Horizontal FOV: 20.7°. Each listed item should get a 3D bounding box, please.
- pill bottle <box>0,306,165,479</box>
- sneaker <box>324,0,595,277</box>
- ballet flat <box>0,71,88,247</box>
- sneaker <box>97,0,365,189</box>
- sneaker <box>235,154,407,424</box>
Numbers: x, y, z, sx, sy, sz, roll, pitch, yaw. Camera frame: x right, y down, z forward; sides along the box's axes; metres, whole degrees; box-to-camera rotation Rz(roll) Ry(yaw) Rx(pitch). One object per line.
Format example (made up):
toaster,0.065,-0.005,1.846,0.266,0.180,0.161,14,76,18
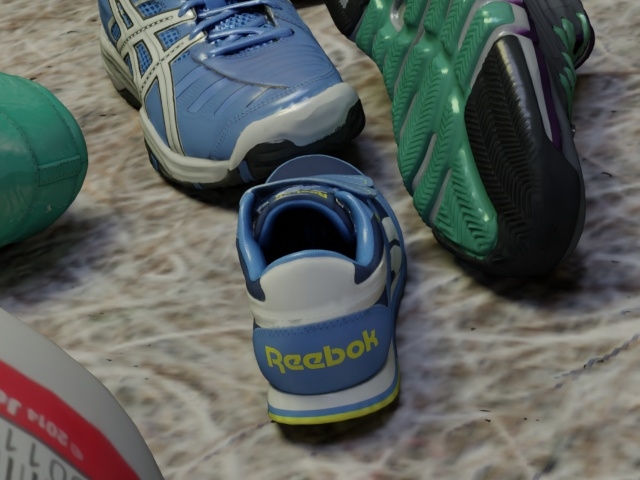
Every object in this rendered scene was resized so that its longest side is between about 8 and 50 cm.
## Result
pill bottle,-0.104,0.148,0.247,0.176,0.176,0.318,-12,29,2
sneaker,0.075,-0.068,0.648,0.098,0.083,0.224,6,37,-22
ballet flat,-0.188,-0.041,0.721,0.247,0.083,0.087,13,15,38
sneaker,-0.051,-0.085,0.717,0.080,0.081,0.211,-24,31,-18
sneaker,0.000,0.000,0.575,0.053,0.059,0.144,-14,28,3
